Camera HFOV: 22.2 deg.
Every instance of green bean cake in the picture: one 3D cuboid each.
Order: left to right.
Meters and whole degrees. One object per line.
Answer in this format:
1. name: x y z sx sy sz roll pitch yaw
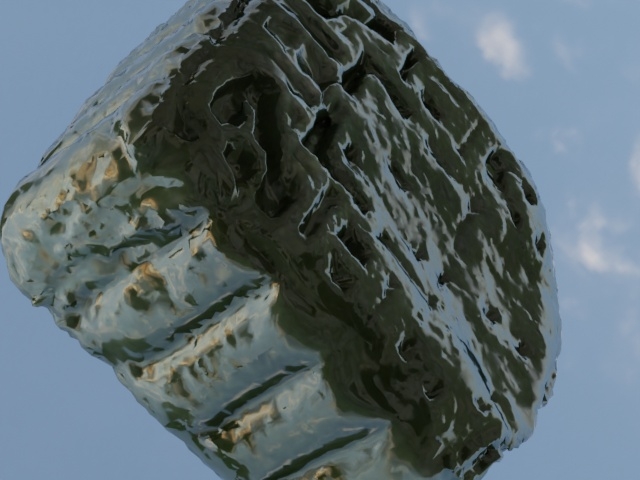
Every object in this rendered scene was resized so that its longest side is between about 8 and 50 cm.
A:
1. green bean cake: 0.000 0.000 0.715 0.227 0.125 0.222 49 -146 -16
